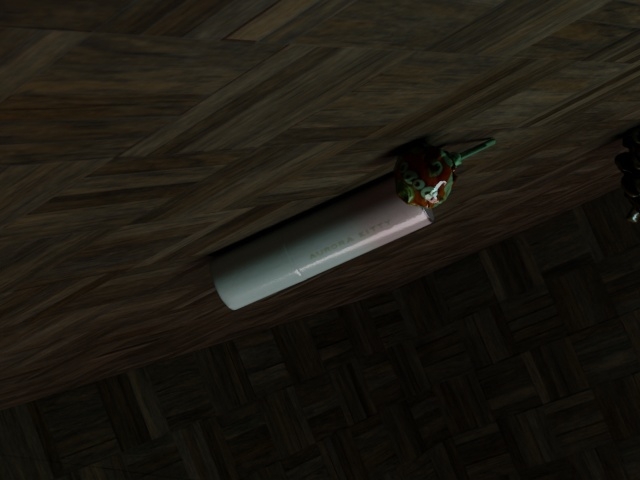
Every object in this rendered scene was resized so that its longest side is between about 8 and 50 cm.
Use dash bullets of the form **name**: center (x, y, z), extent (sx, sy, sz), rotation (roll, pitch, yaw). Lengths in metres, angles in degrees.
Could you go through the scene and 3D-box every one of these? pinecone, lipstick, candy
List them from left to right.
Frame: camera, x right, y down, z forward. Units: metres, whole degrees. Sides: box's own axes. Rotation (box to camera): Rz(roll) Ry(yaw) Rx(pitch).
- **lipstick**: center (0.000, 0.000, 1.605), extent (0.327, 0.087, 0.087), rotation (-24, 173, 13)
- **candy**: center (0.183, -0.112, 1.490), extent (0.288, 0.078, 0.084), rotation (-29, 144, -56)
- **pinecone**: center (0.717, -0.148, 2.186), extent (0.244, 0.244, 0.309), rotation (-15, 159, -46)
